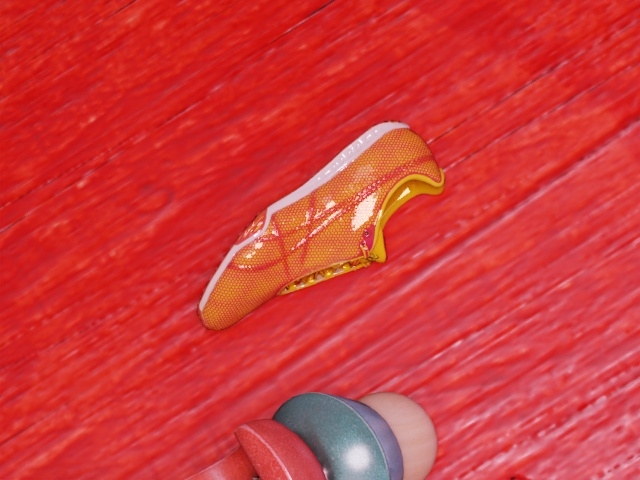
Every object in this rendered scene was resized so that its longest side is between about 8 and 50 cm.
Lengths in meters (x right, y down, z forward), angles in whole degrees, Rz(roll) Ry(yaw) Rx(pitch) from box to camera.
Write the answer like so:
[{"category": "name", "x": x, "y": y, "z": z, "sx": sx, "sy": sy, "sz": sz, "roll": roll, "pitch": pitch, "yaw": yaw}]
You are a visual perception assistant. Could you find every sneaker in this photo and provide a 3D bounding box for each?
[{"category": "sneaker", "x": 0.000, "y": 0.000, "z": 0.908, "sx": 0.175, "sy": 0.064, "sz": 0.067, "roll": -39, "pitch": 79, "yaw": 0}]

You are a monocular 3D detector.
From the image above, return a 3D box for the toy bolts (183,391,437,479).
[{"category": "toy bolts", "x": 0.025, "y": 0.196, "z": 0.828, "sx": 0.218, "sy": 0.158, "sz": 0.228, "roll": -38, "pitch": 75, "yaw": 41}]
